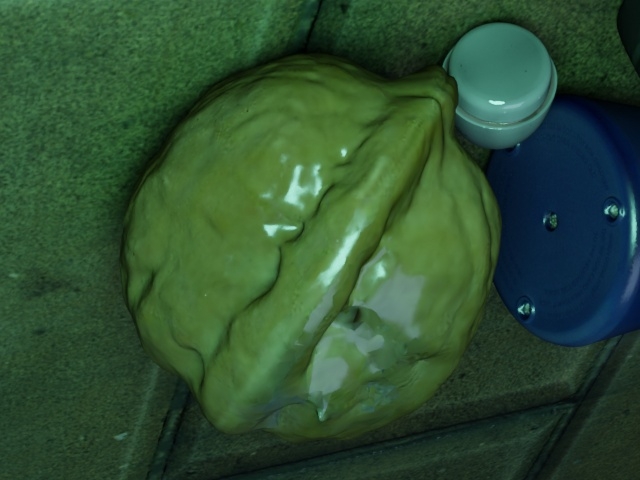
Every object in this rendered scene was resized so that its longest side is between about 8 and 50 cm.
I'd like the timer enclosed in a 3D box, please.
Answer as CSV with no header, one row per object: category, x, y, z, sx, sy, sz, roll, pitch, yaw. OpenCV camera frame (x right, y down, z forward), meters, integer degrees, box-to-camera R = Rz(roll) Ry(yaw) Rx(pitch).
timer,0.401,-0.031,2.093,0.383,0.270,0.270,-4,142,-31

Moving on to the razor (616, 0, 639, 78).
razor,0.438,-0.118,1.939,0.204,0.349,0.113,0,150,-39

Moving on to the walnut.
walnut,-0.013,0.005,1.796,0.383,0.384,0.384,-19,147,-13

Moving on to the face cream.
face cream,0.179,-0.155,1.904,0.117,0.117,0.104,-21,155,-9
